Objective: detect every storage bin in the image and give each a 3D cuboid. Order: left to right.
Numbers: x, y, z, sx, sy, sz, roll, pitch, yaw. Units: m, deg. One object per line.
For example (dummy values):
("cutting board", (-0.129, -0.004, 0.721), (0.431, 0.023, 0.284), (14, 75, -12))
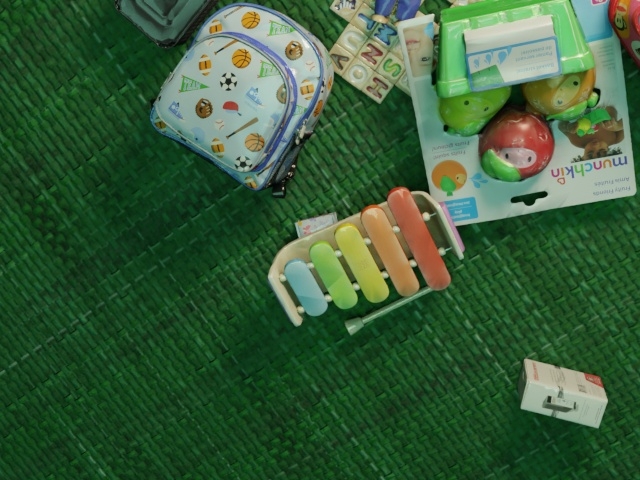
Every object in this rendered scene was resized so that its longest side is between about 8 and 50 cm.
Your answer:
("storage bin", (-0.226, -0.409, 1.535), (0.122, 0.084, 0.180), (41, 107, -5))

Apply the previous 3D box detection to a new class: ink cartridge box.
("ink cartridge box", (0.408, 0.258, 1.635), (0.135, 0.099, 0.056), (14, 108, 4))

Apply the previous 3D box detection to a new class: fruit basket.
("fruit basket", (0.309, -0.199, 1.487), (0.327, 0.165, 0.352), (-9, 108, 10))

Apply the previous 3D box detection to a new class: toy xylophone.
("toy xylophone", (0.086, 0.047, 1.590), (0.323, 0.081, 0.236), (-30, 118, 13))

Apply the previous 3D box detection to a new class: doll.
("doll", (0.130, -0.429, 1.493), (0.129, 0.046, 0.189), (19, 107, 5))

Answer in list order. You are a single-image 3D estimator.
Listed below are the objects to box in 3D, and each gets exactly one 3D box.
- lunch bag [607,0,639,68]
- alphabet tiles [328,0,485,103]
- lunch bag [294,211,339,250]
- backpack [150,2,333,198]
("lunch bag", (0.593, -0.339, 1.396), (0.293, 0.120, 0.258), (-42, 116, 5))
("alphabet tiles", (0.117, -0.349, 1.547), (0.198, 0.009, 0.237), (35, 107, -4))
("lunch bag", (0.000, 0.000, 1.639), (0.071, 0.053, 0.083), (-14, 94, 9))
("backpack", (-0.116, -0.238, 1.515), (0.277, 0.213, 0.263), (33, 97, 0))
